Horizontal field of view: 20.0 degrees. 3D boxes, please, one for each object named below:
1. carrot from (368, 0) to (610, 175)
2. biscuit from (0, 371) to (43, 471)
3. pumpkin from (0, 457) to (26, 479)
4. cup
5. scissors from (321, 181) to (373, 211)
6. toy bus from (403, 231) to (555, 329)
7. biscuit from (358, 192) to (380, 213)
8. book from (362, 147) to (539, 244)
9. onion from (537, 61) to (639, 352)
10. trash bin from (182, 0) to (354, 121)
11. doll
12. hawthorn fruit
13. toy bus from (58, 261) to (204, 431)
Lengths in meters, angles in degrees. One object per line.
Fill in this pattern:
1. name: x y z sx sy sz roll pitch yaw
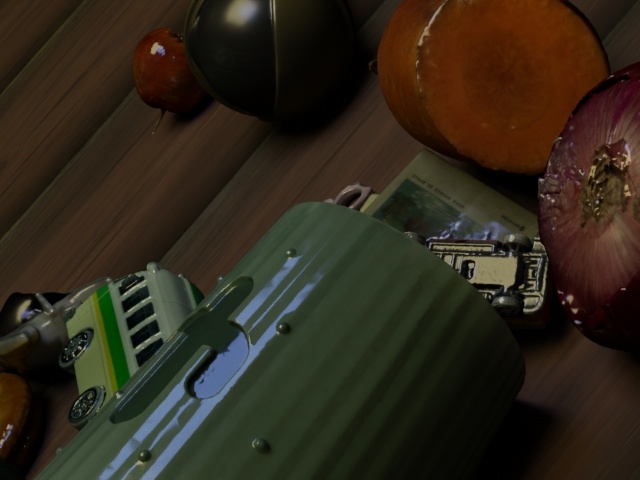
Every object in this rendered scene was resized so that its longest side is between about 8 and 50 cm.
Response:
1. carrot: 0.155 -0.181 1.839 0.193 0.214 0.331 -34 10 -2
2. biscuit: -0.427 0.261 2.230 0.220 0.066 0.220 -31 32 23
3. pumpkin: -0.409 0.334 2.009 0.212 0.152 0.211 -36 32 27
4. cup: -0.072 0.180 1.545 0.401 0.310 0.392 24 65 31
5. scissors: 0.000 0.000 2.003 0.100 0.015 0.189 -24 26 32
6. toy bus: 0.131 0.041 1.662 0.174 0.077 0.079 1 64 22
7. biscuit: 0.040 0.040 1.896 0.199 0.040 0.121 -55 31 -14
8. book: 0.076 0.051 1.794 0.282 0.025 0.215 -49 44 -7
9. onion: 0.277 -0.026 1.501 0.248 0.161 0.248 -24 56 41
10. trash bin: -0.068 -0.279 2.295 0.214 0.214 0.334 -38 25 15
11. doll: -0.379 0.119 2.302 0.316 0.145 0.103 -16 80 54
12. hawthorn fruit: -0.202 -0.234 2.537 0.125 0.140 0.125 -8 31 5
13. toy bus: -0.181 0.139 1.972 0.165 0.133 0.276 -42 29 10
